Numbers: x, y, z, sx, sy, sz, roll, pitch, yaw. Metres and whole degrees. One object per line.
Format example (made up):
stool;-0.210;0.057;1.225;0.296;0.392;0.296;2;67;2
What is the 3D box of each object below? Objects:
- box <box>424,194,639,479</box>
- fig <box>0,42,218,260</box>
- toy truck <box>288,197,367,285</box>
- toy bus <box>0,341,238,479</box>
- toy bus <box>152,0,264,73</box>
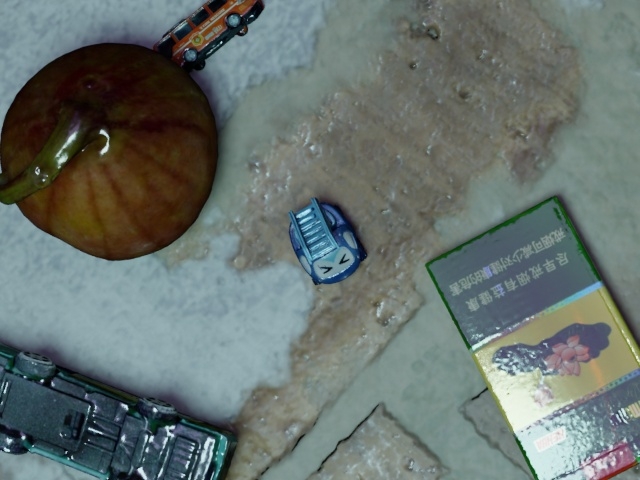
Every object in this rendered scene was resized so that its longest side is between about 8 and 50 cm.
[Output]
box;0.200;0.094;1.321;0.132;0.034;0.235;-29;80;5
fig;-0.187;-0.076;1.330;0.205;0.205;0.205;-1;83;10
toy truck;0.000;0.000;1.338;0.056;0.090;0.073;-30;80;6
toy bus;-0.199;0.160;1.346;0.262;0.109;0.091;20;89;13
toy bus;-0.103;-0.192;1.408;0.110;0.031;0.043;-38;76;2
